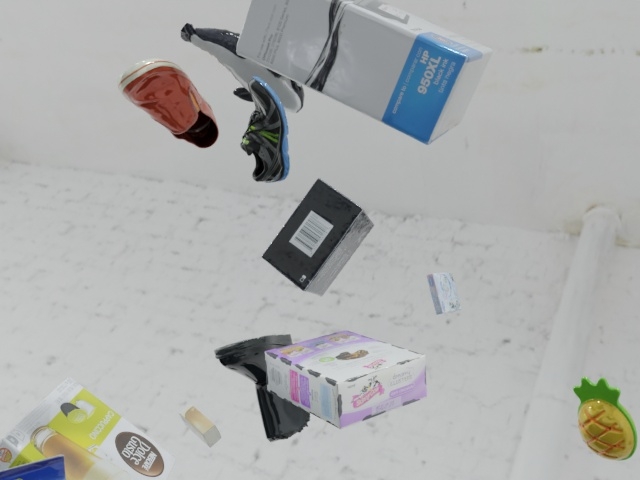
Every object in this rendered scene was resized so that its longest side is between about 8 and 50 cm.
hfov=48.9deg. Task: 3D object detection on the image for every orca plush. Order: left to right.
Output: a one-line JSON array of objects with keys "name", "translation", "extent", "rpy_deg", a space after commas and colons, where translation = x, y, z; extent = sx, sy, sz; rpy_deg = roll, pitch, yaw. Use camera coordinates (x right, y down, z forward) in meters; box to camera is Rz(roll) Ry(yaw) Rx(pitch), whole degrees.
[{"name": "orca plush", "translation": [-0.150, -0.380, 1.473], "extent": [0.287, 0.102, 0.151], "rpy_deg": [23, -35, -3]}]

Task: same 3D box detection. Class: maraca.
[{"name": "maraca", "translation": [0.591, 0.372, 1.466], "extent": [0.127, 0.099, 0.186], "rpy_deg": [-11, -83, 49]}]

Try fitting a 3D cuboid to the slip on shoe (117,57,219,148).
[{"name": "slip on shoe", "translation": [-0.303, -0.280, 1.469], "extent": [0.123, 0.331, 0.101], "rpy_deg": [-35, -109, 7]}]

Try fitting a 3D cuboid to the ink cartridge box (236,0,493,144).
[{"name": "ink cartridge box", "translation": [0.088, -0.350, 1.300], "extent": [0.394, 0.285, 0.166], "rpy_deg": [28, -65, 12]}]

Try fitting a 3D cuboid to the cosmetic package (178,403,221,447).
[{"name": "cosmetic package", "translation": [-0.311, 0.478, 1.820], "extent": [0.115, 0.041, 0.060], "rpy_deg": [27, -35, 40]}]

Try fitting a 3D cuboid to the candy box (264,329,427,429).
[{"name": "candy box", "translation": [0.036, 0.202, 1.064], "extent": [0.196, 0.164, 0.070], "rpy_deg": [9, -74, 55]}]

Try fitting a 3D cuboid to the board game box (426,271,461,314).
[{"name": "board game box", "translation": [0.275, 0.116, 1.569], "extent": [0.020, 0.090, 0.090], "rpy_deg": [-20, -102, 35]}]

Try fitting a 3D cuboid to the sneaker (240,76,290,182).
[{"name": "sneaker", "translation": [-0.098, -0.180, 1.184], "extent": [0.067, 0.078, 0.188], "rpy_deg": [-134, -147, -53]}]

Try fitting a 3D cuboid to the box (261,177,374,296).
[{"name": "box", "translation": [0.000, 0.000, 1.147], "extent": [0.093, 0.156, 0.158], "rpy_deg": [36, 0, 14]}]

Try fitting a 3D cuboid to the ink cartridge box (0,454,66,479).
[{"name": "ink cartridge box", "translation": [-0.414, 0.439, 0.944], "extent": [0.065, 0.165, 0.333], "rpy_deg": [50, -39, 47]}]

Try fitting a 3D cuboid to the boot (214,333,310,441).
[{"name": "boot", "translation": [-0.106, 0.298, 1.407], "extent": [0.094, 0.246, 0.207], "rpy_deg": [-19, -102, 22]}]

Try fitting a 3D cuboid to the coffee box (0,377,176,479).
[{"name": "coffee box", "translation": [-0.575, 0.576, 1.541], "extent": [0.334, 0.337, 0.338], "rpy_deg": [39, -80, -4]}]
